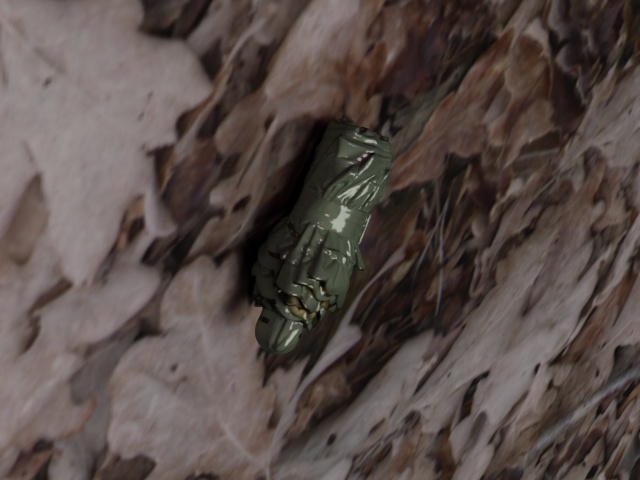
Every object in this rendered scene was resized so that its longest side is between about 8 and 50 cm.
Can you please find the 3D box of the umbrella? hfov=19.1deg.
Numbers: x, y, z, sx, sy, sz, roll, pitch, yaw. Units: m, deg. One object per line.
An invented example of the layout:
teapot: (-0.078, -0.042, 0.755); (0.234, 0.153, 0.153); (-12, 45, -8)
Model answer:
umbrella: (0.000, 0.000, 1.108); (0.067, 0.062, 0.143); (167, -53, -83)
